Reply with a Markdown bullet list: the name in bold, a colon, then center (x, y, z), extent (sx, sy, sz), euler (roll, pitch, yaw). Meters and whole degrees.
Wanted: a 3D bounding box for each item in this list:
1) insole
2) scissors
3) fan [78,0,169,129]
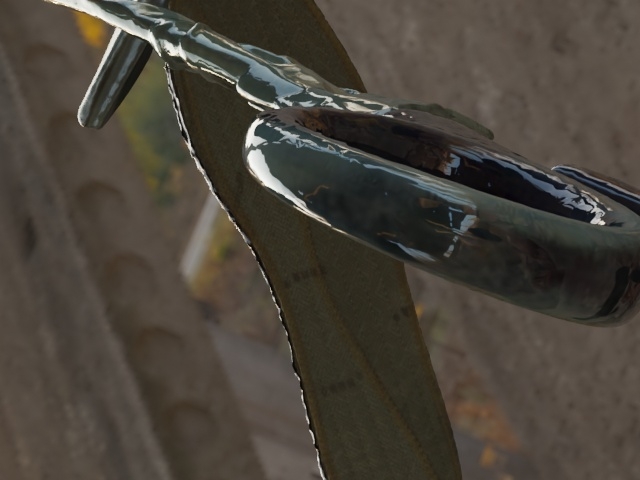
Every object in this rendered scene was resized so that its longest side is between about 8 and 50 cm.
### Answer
- **insole**: center (0.000, 0.000, 0.989), extent (0.009, 0.119, 0.348), euler (-18, 89, 56)
- **scissors**: center (0.025, -0.028, 0.548), extent (0.383, 0.256, 0.029), euler (29, 102, 56)
- **fan**: center (-0.034, -0.131, 0.645), extent (0.057, 0.023, 0.282), euler (-60, 2, -40)
